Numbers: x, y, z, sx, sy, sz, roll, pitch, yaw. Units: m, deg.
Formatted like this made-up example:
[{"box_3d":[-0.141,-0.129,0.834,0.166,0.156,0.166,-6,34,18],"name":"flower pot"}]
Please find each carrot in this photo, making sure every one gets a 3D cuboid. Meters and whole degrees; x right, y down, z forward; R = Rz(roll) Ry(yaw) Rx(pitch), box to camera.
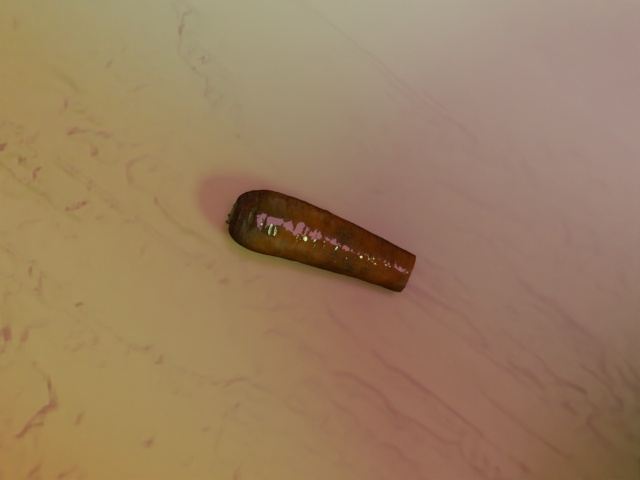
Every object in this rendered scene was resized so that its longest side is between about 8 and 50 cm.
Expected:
[{"box_3d":[0.000,0.000,0.919,0.093,0.032,0.032,20,80,-7],"name":"carrot"}]
